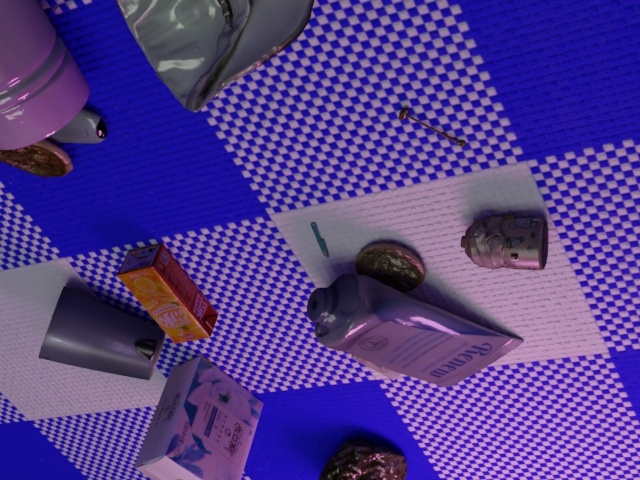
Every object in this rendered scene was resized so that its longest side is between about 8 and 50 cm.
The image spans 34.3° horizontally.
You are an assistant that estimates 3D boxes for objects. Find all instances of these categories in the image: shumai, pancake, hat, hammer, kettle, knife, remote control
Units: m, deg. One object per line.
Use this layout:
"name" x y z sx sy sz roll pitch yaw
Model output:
"shumai" 0.080 0.591 2.386 0.189 0.218 0.256 26 137 4
"pancake" 0.131 0.053 1.946 0.139 0.022 0.139 10 141 8
"hat" -0.157 -0.360 1.553 0.301 0.168 0.258 -25 104 9
"hammer" 0.184 -0.182 1.695 0.123 0.014 0.029 26 145 -11
"pancake" -0.535 -0.154 1.913 0.158 0.028 0.158 8 159 3
"kettle" -0.470 0.221 2.241 0.243 0.160 0.210 21 156 -12
"knife" 0.000 0.000 1.947 0.014 0.005 0.091 -2 134 22
"remote control" -0.507 -0.212 1.866 0.256 0.045 0.097 4 138 11

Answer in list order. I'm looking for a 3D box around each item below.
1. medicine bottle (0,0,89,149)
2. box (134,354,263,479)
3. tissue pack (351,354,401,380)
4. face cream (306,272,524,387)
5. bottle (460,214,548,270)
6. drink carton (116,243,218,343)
"medicine bottle" -0.529 -0.322 1.645 0.202 0.202 0.316 -7 131 24
"box" -0.261 0.424 2.272 0.116 0.274 0.203 -27 122 36
"tissue pack" 0.122 0.249 2.151 0.108 0.023 0.056 28 136 -12
"face cream" 0.160 0.181 2.009 0.420 0.137 0.235 22 138 -27
"bottle" 0.312 0.004 1.789 0.152 0.099 0.099 4 136 20
"drink carton" -0.309 0.112 2.116 0.096 0.071 0.223 -12 130 27
